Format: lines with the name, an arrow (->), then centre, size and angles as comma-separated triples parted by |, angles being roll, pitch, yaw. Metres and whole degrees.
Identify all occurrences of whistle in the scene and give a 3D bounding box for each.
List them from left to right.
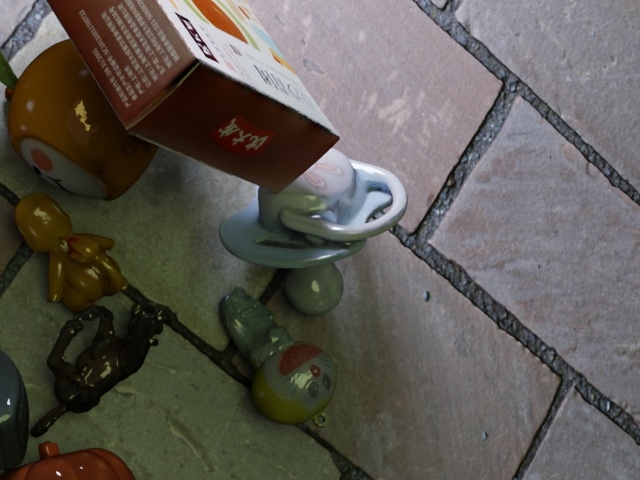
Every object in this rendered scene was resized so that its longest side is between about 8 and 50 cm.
whistle -> -0.056, 0.156, 1.979 | 0.123, 0.123, 0.223 | -30, 79, -29

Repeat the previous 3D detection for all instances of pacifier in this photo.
pacifier -> 0.000, 0.000, 1.999 | 0.287, 0.238, 0.226 | -60, 153, -53

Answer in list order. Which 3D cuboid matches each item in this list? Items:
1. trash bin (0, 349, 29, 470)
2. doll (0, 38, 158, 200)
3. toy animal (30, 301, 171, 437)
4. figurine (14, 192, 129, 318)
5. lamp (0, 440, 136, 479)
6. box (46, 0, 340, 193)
trash bin -> -0.456, 0.214, 1.720 | 0.236, 0.101, 0.177 | -23, 46, -26
doll -> -0.318, -0.169, 1.881 | 0.236, 0.213, 0.213 | 25, 61, 23
toy animal -> -0.273, 0.157, 1.859 | 0.084, 0.148, 0.233 | 31, 62, 24
figurine -> -0.315, 0.012, 1.865 | 0.176, 0.122, 0.121 | 48, 65, -11
lamp -> -0.308, 0.320, 1.766 | 0.187, 0.187, 0.164 | -13, 83, -29
box -> -0.187, -0.267, 1.811 | 0.385, 0.122, 0.344 | 57, 16, 25
